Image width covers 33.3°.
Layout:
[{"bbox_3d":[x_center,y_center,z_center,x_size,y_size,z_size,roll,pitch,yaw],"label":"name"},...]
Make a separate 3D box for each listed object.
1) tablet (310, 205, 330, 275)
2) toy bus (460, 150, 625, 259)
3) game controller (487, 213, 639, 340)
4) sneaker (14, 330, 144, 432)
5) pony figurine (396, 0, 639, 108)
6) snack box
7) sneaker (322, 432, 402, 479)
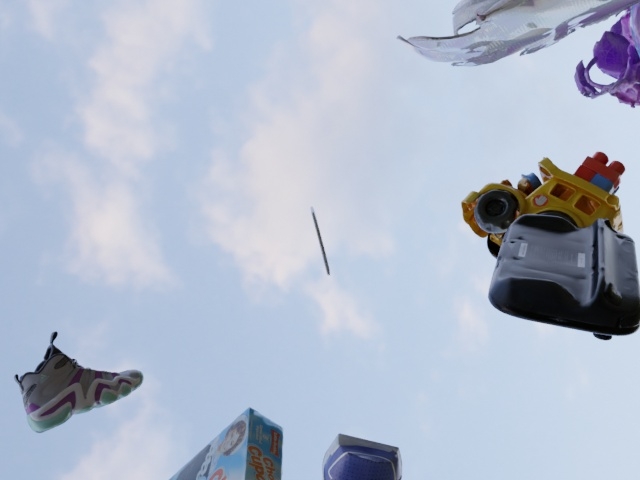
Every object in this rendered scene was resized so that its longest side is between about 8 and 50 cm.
[{"bbox_3d":[0.000,0.000,1.342,0.054,0.006,0.083,-102,-2,-80],"label":"tablet"},{"bbox_3d":[0.357,-0.052,1.632,0.211,0.220,0.149,-54,-30,-9],"label":"toy bus"},{"bbox_3d":[0.293,0.035,1.270,0.319,0.167,0.067,-49,-41,-68],"label":"game controller"},{"bbox_3d":[-0.189,0.101,0.831,0.098,0.038,0.069,-21,-93,-37],"label":"sneaker"},{"bbox_3d":[0.262,-0.164,0.704,0.363,0.351,0.303,53,-161,-11],"label":"pony figurine"},{"bbox_3d":[-0.122,0.358,1.183,0.060,0.187,0.322,35,-152,-22],"label":"snack box"},{"bbox_3d":[0.043,0.452,1.549,0.128,0.315,0.182,12,-151,-7],"label":"sneaker"}]
